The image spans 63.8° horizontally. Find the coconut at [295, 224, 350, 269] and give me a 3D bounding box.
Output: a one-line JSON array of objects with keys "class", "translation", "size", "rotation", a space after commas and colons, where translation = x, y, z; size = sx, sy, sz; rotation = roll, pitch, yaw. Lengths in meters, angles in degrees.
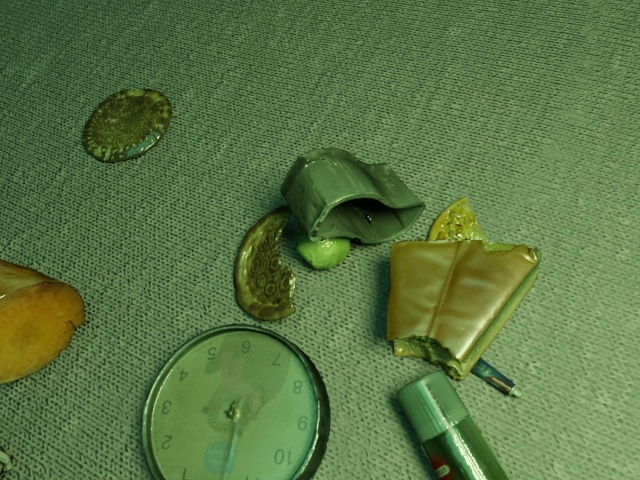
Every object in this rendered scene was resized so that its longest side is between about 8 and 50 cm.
[{"class": "coconut", "translation": [0.000, 0.000, 0.850], "size": [0.088, 0.088, 0.096], "rotation": [-39, 91, -11]}]

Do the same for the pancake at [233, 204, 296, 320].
[{"class": "pancake", "translation": [-0.077, 0.040, 0.838], "size": [0.184, 0.020, 0.190], "rotation": [-49, 52, 9]}]

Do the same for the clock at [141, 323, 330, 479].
[{"class": "clock", "translation": [-0.126, 0.258, 0.754], "size": [0.281, 0.055, 0.280], "rotation": [-4, 62, 7]}]

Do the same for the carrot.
[{"class": "carrot", "translation": [-0.546, 0.091, 0.839], "size": [0.254, 0.196, 0.196], "rotation": [28, 71, 24]}]

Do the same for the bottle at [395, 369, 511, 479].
[{"class": "bottle", "translation": [0.199, 0.309, 0.659], "size": [0.082, 0.082, 0.286], "rotation": [-27, 62, -5]}]

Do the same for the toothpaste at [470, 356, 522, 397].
[{"class": "toothpaste", "translation": [0.251, 0.198, 0.742], "size": [0.083, 0.019, 0.027], "rotation": [35, 75, 31]}]

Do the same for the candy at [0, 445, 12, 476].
[{"class": "candy", "translation": [-0.559, 0.395, 0.759], "size": [0.226, 0.051, 0.094], "rotation": [-38, 61, -10]}]

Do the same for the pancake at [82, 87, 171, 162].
[{"class": "pancake", "translation": [-0.404, -0.245, 1.075], "size": [0.199, 0.021, 0.199], "rotation": [-4, 63, 8]}]

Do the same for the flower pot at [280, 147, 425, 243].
[{"class": "flower pot", "translation": [0.056, -0.068, 0.810], "size": [0.103, 0.229, 0.108], "rotation": [-51, 57, 30]}]

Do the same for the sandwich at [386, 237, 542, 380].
[{"class": "sandwich", "translation": [0.211, 0.100, 0.745], "size": [0.220, 0.108, 0.186], "rotation": [-1, 62, 14]}]

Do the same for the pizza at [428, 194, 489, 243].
[{"class": "pizza", "translation": [0.241, -0.014, 0.849], "size": [0.108, 0.026, 0.123], "rotation": [31, 71, 20]}]
